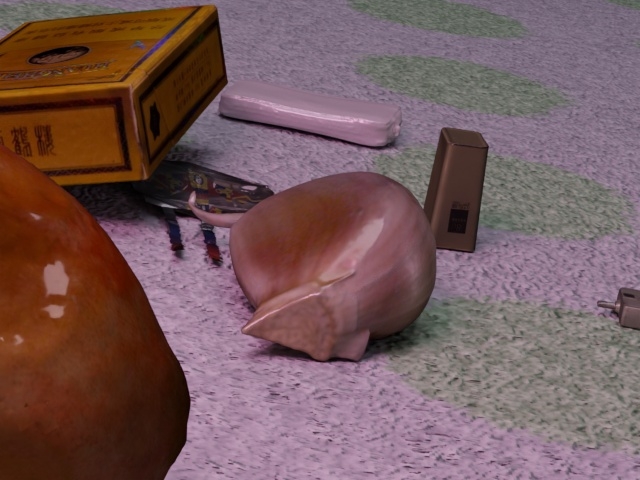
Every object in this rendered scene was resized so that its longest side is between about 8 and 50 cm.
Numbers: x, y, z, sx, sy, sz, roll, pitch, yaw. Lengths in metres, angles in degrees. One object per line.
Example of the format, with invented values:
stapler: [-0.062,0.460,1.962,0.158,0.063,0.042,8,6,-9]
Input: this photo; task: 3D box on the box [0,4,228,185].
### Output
box: [-0.207,-0.126,1.432,0.192,0.084,0.301,-5,19,11]

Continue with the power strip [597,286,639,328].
power strip: [0.285,0.060,1.314,0.136,0.019,0.051,11,20,3]

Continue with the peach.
peach: [-0.177,0.064,0.805,0.235,0.214,0.214,27,15,-12]

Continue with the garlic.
garlic: [0.001,0.000,1.247,0.148,0.129,0.266,22,6,-21]

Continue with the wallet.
wallet: [-0.008,-0.133,1.722,0.190,0.033,0.095,13,20,10]

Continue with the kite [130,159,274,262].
kite: [-0.095,-0.026,1.386,0.141,0.015,0.245,9,17,-12]

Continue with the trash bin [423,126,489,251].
trash bin: [0.114,-0.045,1.424,0.043,0.092,0.061,6,18,-5]

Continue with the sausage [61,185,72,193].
sausage: [-0.215,-0.044,1.367,0.024,0.024,0.132,7,18,-6]
